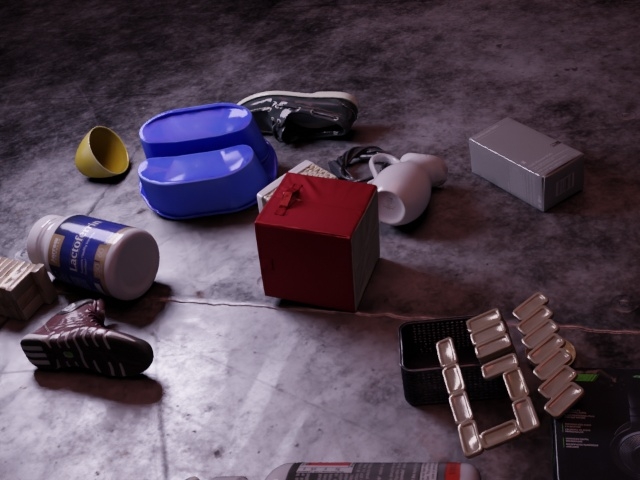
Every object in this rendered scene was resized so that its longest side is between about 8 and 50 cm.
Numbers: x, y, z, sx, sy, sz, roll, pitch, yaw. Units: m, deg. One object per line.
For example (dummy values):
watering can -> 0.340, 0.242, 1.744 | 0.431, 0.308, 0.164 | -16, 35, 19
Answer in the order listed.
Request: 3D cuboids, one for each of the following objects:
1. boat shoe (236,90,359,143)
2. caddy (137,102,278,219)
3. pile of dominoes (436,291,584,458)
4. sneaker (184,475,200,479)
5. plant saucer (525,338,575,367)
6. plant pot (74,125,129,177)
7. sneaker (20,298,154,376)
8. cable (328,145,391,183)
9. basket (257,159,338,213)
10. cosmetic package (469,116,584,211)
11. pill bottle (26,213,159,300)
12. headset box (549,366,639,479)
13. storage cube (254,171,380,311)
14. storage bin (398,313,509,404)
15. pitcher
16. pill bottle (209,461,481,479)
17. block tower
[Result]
boat shoe -> -0.072, -0.303, 2.175 | 0.339, 0.127, 0.113 | 2, 60, 13
caddy -> -0.275, -0.178, 2.012 | 0.341, 0.179, 0.241 | -7, 60, 5
pile of dominoes -> 0.289, 0.204, 1.291 | 0.195, 0.040, 0.251 | -26, 36, 14
sneaker -> -0.261, 0.404, 1.305 | 0.084, 0.058, 0.152 | 29, 58, 31
plant saucer -> 0.394, 0.197, 1.451 | 0.083, 0.015, 0.083 | -8, 36, 6
plant pot -> -0.578, -0.215, 2.194 | 0.095, 0.134, 0.134 | -25, 28, 29
sneaker -> -0.425, 0.169, 1.634 | 0.281, 0.107, 0.163 | 2, 35, 19
cable -> 0.111, -0.168, 2.008 | 0.150, 0.047, 0.184 | -18, 33, -18
basket -> -0.041, -0.082, 1.866 | 0.103, 0.113, 0.167 | 25, 49, 36
cosmetic package -> 0.450, -0.171, 1.867 | 0.127, 0.107, 0.238 | -30, 43, -21
pill bottle -> -0.486, 0.028, 1.800 | 0.264, 0.153, 0.153 | 12, 41, 29
headset box -> 0.451, 0.309, 1.185 | 0.246, 0.131, 0.283 | 0, 36, 14
storage cube -> 0.000, 0.000, 1.663 | 0.193, 0.215, 0.184 | 10, 40, 17
storage bin -> 0.226, 0.200, 1.434 | 0.180, 0.084, 0.122 | -5, 36, 6
pitcher -> 0.164, -0.125, 1.857 | 0.177, 0.126, 0.207 | 17, 36, 21
pill bottle -> 0.030, 0.397, 1.108 | 0.362, 0.210, 0.210 | -2, 37, 11
block tower -> -0.738, 0.089, 1.836 | 0.335, 0.091, 0.097 | 7, 40, 24
